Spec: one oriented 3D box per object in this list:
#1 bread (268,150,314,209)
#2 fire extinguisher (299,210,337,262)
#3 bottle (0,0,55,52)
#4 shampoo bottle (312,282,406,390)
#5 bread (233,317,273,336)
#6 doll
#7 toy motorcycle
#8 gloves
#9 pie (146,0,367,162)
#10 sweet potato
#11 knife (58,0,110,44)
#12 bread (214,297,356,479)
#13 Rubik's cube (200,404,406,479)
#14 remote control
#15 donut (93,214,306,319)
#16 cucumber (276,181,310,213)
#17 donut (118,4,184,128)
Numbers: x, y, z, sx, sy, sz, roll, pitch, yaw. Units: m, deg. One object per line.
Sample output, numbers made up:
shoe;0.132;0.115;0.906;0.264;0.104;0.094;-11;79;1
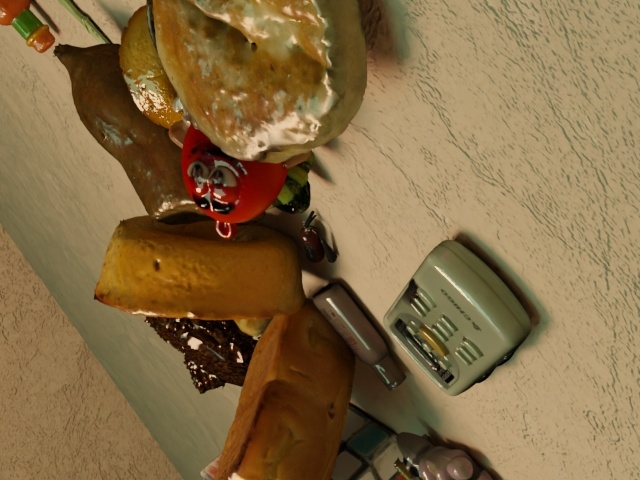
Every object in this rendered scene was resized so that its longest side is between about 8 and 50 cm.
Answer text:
bread;-0.076;-0.095;1.559;0.071;0.139;0.130;77;170;-66
fire extinguisher;-0.004;0.005;1.766;0.046;0.032;0.100;54;171;25
bottle;-0.480;-0.365;2.104;0.187;0.069;0.069;47;162;-2
shampoo bottle;0.055;0.131;1.863;0.165;0.040;0.080;51;162;-5
bread;-0.171;-0.005;2.067;0.077;0.084;0.367;-12;120;33
doll;-0.092;-0.112;1.469;0.183;0.217;0.085;26;-170;32
toy motorcycle;0.188;0.339;1.911;0.225;0.073;0.152;33;154;38
gloves;-0.196;0.137;2.239;0.312;0.135;0.210;43;164;24
pie;-0.080;-0.233;1.318;0.339;0.077;0.339;31;134;38
sweet potato;-0.216;-0.146;1.804;0.369;0.158;0.158;54;163;12
knife;-0.336;-0.313;1.952;0.207;0.014;0.030;47;162;5
bread;-0.046;0.261;1.978;0.148;0.328;0.337;22;157;-6
Rubik's cube;0.005;0.426;2.229;0.259;0.253;0.256;31;153;50
remote control;0.150;0.094;1.541;0.140;0.056;0.296;46;163;7
donut;-0.162;0.031;1.865;0.303;0.303;0.110;18;107;58
cucumber;-0.115;-0.149;1.657;0.303;0.072;0.081;42;117;15
donut;-0.156;-0.200;1.557;0.058;0.152;0.152;4;134;42
